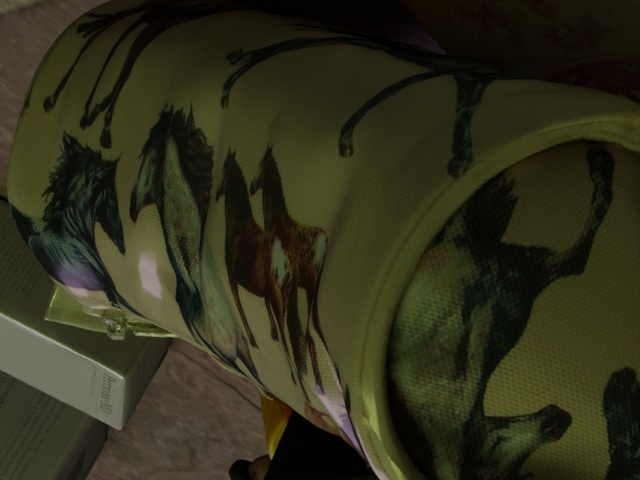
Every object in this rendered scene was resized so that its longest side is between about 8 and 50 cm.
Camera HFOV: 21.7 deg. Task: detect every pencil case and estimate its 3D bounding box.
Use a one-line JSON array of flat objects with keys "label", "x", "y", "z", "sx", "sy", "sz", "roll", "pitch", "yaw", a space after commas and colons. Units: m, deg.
[{"label": "pencil case", "x": 0.000, "y": 0.000, "z": 0.715, "sx": 0.160, "sy": 0.183, "sz": 0.410, "roll": 4, "pitch": -170, "yaw": -30}]

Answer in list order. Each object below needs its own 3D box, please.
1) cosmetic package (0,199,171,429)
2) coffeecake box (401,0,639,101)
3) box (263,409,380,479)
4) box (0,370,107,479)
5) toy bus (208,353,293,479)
[{"label": "cosmetic package", "x": -0.225, "y": 0.039, "z": 1.220, "sx": 0.231, "sy": 0.085, "sz": 0.117, "roll": 28, "pitch": 153, "yaw": 5}, {"label": "coffeecake box", "x": 0.109, "y": -0.110, "z": 0.667, "sx": 0.142, "sy": 0.068, "sz": 0.185, "roll": -5, "pitch": 137, "yaw": 50}, {"label": "box", "x": 0.065, "y": 0.124, "z": 0.827, "sx": 0.103, "sy": 0.261, "sz": 0.184, "roll": -11, "pitch": 112, "yaw": 18}, {"label": "box", "x": -0.365, "y": 0.128, "z": 1.410, "sx": 0.345, "sy": 0.168, "sz": 0.215, "roll": 28, "pitch": 153, "yaw": 3}, {"label": "toy bus", "x": 0.009, "y": 0.164, "z": 1.071, "sx": 0.202, "sy": 0.104, "sz": 0.191, "roll": 41, "pitch": -165, "yaw": 28}]
